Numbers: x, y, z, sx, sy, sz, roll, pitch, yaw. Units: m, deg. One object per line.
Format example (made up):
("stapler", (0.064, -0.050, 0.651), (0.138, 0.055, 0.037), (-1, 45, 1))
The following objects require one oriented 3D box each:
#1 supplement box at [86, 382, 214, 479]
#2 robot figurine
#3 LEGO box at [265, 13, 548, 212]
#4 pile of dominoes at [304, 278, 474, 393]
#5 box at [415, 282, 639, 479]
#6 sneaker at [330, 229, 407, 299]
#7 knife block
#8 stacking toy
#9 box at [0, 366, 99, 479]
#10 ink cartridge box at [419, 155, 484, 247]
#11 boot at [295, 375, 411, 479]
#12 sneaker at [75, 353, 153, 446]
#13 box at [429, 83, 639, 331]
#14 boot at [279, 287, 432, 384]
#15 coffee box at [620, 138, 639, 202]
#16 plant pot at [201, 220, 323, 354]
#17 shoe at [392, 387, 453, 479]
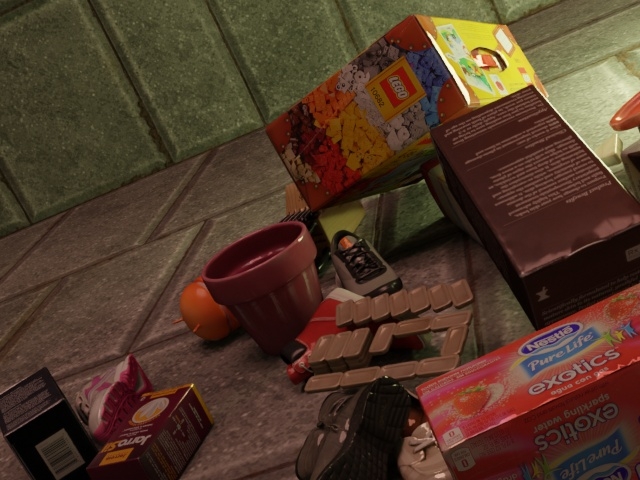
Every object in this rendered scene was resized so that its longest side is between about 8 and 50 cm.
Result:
("supplement box", (-0.254, 0.309, 1.403), (0.104, 0.081, 0.188), (-16, 20, 26))
("robot figurine", (-0.181, 0.109, 1.794), (0.219, 0.158, 0.128), (-35, -20, -28))
("LEGO box", (0.188, -0.256, 1.842), (0.372, 0.193, 0.500), (-33, -7, 30))
("pile of dominoes", (0.104, 0.143, 1.297), (0.251, 0.040, 0.196), (-13, 30, 32))
("box", (0.271, 0.179, 0.953), (0.300, 0.154, 0.142), (-26, 17, 3))
("sneaker", (0.070, 0.054, 1.644), (0.100, 0.108, 0.271), (-26, 19, -7))
("knife block", (0.000, 0.000, 1.961), (0.088, 0.242, 0.275), (-14, -24, 28))
("stacking toy", (0.627, -0.175, 1.583), (0.279, 0.130, 0.309), (-45, 14, -16))
("box", (-0.446, 0.318, 1.521), (0.108, 0.153, 0.207), (-32, 18, -18))
("ink cartridge box", (0.339, -0.112, 1.705), (0.226, 0.131, 0.306), (-28, 19, -1))
("boot", (0.016, 0.284, 1.139), (0.161, 0.083, 0.246), (-36, 19, 54))
("sneaker", (-0.364, 0.292, 1.592), (0.111, 0.103, 0.252), (-28, 11, 4))
("box", (0.322, -0.059, 1.374), (0.191, 0.143, 0.381), (-24, 38, 3))
("boot", (0.045, 0.168, 1.419), (0.176, 0.088, 0.244), (-46, 28, -24))
("coffee box", (0.561, -0.064, 1.215), (0.119, 0.168, 0.297), (-32, 18, -19))
("plant pot", (-0.081, 0.091, 1.618), (0.201, 0.180, 0.201), (-23, 18, 8))
("shoe", (0.117, 0.239, 1.135), (0.076, 0.058, 0.219), (-26, 18, -2))
